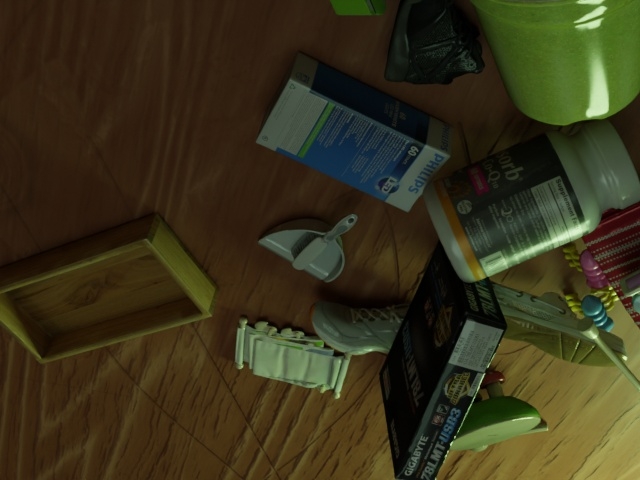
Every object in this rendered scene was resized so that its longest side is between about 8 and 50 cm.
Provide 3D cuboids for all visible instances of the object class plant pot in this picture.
[{"bbox_3d":[0.295,-0.284,1.131,0.276,0.276,0.254,-6,143,17],"label":"plant pot"}]

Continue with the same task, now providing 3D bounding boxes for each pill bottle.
[{"bbox_3d":[0.301,-0.061,1.358,0.278,0.162,0.162,-25,126,10],"label":"pill bottle"}]

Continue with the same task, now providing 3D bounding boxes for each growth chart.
[{"bbox_3d":[-0.055,0.225,1.825,0.237,0.021,0.172,17,133,-4],"label":"growth chart"}]

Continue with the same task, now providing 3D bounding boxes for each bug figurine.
[{"bbox_3d":[0.516,0.064,1.523,0.279,0.072,0.216,-20,126,27],"label":"bug figurine"}]

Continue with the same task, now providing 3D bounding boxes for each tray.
[{"bbox_3d":[-0.413,0.096,1.740,0.411,0.076,0.203,-16,128,26],"label":"tray"}]

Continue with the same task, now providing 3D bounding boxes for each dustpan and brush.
[{"bbox_3d":[0.000,0.000,1.573,0.147,0.060,0.211,31,131,-17],"label":"dustpan and brush"}]

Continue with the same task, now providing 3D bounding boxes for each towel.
[{"bbox_3d":[0.532,0.029,1.432,0.199,0.031,0.275,-27,119,23],"label":"towel"}]

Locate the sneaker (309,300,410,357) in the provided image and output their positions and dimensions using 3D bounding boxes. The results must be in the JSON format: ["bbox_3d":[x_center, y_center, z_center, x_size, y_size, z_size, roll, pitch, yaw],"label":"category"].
[{"bbox_3d":[0.110,0.145,1.679,0.262,0.099,0.121,20,126,-18],"label":"sneaker"}]

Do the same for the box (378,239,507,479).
[{"bbox_3d":[0.181,0.179,1.487,0.073,0.295,0.293,19,112,-8],"label":"box"}]

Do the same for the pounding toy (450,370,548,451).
[{"bbox_3d":[0.319,0.321,1.805,0.183,0.110,0.237,-22,155,15],"label":"pounding toy"}]

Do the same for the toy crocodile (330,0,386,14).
[{"bbox_3d":[-0.006,-0.418,1.158,0.115,0.105,0.340,8,143,44],"label":"toy crocodile"}]

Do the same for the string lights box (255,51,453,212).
[{"bbox_3d":[0.051,-0.156,1.404,0.259,0.077,0.133,24,133,-12],"label":"string lights box"}]

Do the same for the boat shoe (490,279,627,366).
[{"bbox_3d":[0.377,0.126,1.572,0.277,0.096,0.098,19,151,11],"label":"boat shoe"}]

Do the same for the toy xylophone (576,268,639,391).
[{"bbox_3d":[0.546,0.147,1.437,0.322,0.081,0.236,40,115,-22],"label":"toy xylophone"}]

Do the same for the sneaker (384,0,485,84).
[{"bbox_3d":[0.164,-0.295,1.247,0.130,0.087,0.227,9,137,0],"label":"sneaker"}]
